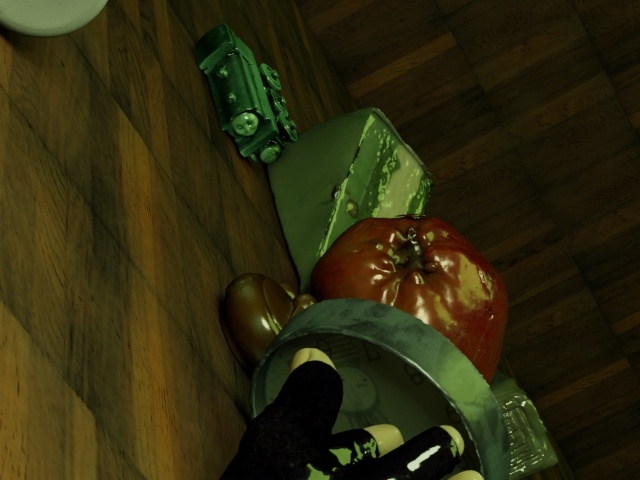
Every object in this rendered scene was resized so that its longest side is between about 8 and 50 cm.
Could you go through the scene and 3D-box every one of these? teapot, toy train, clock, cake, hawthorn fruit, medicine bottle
[{"bbox_3d":[-0.037,0.068,1.392,0.098,0.078,0.129,62,8,-6],"label":"teapot"},{"bbox_3d":[-0.088,-0.165,1.872,0.111,0.071,0.170,41,22,-43],"label":"toy train"},{"bbox_3d":[0.042,0.146,1.234,0.042,0.215,0.215,-44,109,-45],"label":"clock"},{"bbox_3d":[0.000,0.004,1.916,0.158,0.172,0.283,48,48,-35],"label":"cake"},{"bbox_3d":[0.108,0.110,1.752,0.211,0.211,0.299,-108,176,-49],"label":"hawthorn fruit"},{"bbox_3d":[-0.214,-0.242,1.215,0.107,0.107,0.191,56,11,-37],"label":"medicine bottle"}]

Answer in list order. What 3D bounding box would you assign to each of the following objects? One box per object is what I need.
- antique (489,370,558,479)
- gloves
[{"bbox_3d":[0.207,0.247,2.168,0.284,0.150,0.125,-116,-179,-83],"label":"antique"},{"bbox_3d":[0.006,0.176,1.048,0.301,0.152,0.197,-25,94,-57],"label":"gloves"}]
